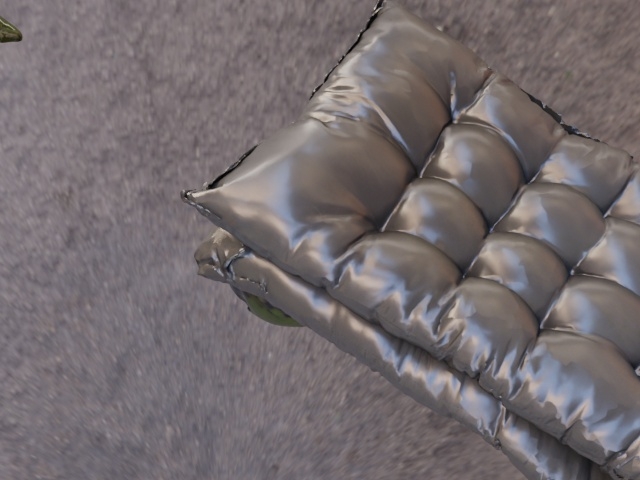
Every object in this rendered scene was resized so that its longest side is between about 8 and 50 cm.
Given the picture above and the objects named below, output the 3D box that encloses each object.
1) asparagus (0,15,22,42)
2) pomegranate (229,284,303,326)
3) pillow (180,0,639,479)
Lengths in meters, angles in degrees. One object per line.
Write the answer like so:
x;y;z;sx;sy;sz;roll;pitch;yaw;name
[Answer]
-0.272;-0.158;0.567;0.343;0.082;0.085;35;110;-7;asparagus
0.000;0.000;1.023;0.161;0.122;0.122;-2;77;-26;pomegranate
0.111;0.011;0.829;0.326;0.101;0.228;31;49;10;pillow
